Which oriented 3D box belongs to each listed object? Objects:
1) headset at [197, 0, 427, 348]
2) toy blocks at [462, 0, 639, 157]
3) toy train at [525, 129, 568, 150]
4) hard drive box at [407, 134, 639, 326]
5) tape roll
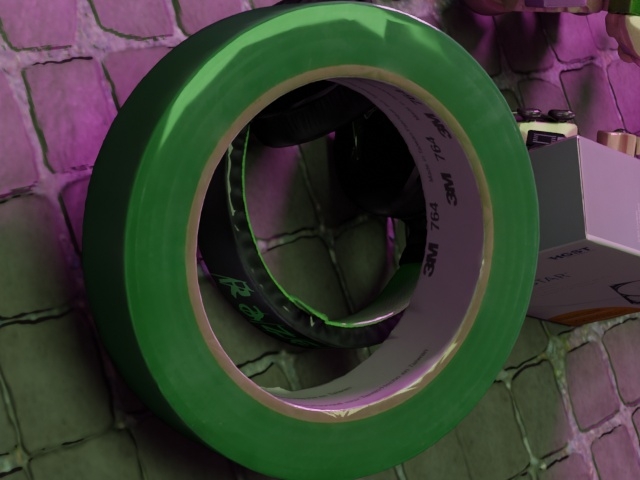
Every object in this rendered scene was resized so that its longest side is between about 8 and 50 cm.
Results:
[{"bbox_3d":[0.052,-0.109,1.159,0.243,0.185,0.394,34,64,-35],"label":"headset"},{"bbox_3d":[0.262,-0.220,1.436,0.288,0.260,0.309,1,99,-18],"label":"toy blocks"},{"bbox_3d":[0.137,-0.085,1.285,0.027,0.158,0.036,84,17,-61],"label":"toy train"},{"bbox_3d":[0.215,-0.001,1.298,0.232,0.181,0.089,15,66,-43],"label":"hard drive box"},{"bbox_3d":[0.000,0.000,1.044,0.321,0.077,0.321,-4,99,-30],"label":"tape roll"}]
